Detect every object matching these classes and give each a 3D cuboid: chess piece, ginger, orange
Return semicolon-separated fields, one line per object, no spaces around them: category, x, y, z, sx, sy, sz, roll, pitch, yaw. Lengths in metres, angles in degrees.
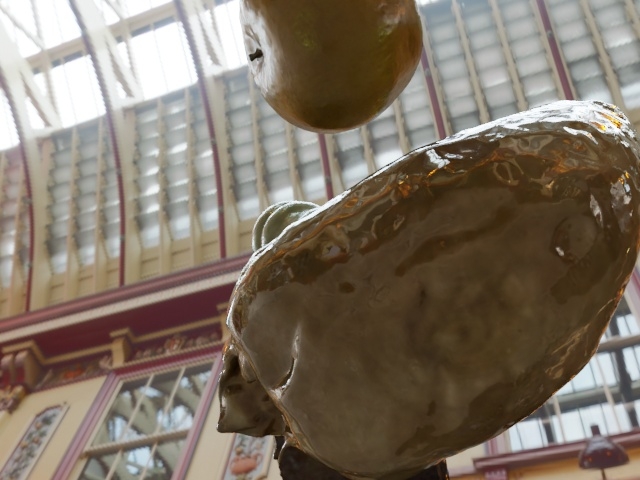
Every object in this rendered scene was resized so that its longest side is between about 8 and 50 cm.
chess piece;0.000;0.000;1.094;0.133;0.243;0.133;0;-91;-24
ginger;0.061;0.025;0.381;0.267;0.152;0.138;-33;-93;-9
orange;0.015;-0.284;1.047;0.235;0.279;0.278;-21;-63;-11

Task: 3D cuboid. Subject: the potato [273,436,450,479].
potato;0.025;0.134;0.508;0.121;0.261;0.100;1;-38;-2
